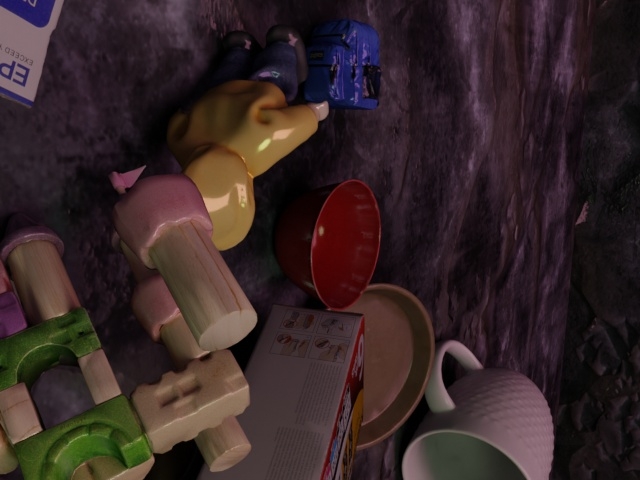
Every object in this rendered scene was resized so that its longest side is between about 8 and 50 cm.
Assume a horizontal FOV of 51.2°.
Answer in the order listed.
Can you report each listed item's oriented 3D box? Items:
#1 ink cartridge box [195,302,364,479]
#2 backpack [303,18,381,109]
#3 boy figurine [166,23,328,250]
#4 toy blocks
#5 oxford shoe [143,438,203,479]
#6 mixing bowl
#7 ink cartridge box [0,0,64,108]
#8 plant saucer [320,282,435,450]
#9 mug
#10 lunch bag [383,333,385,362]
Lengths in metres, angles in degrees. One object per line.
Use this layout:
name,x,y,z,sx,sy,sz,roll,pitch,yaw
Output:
ink cartridge box,-0.032,0.280,0.813,0.309,0.130,0.272,-69,161,-53
backpack,0.030,-0.246,0.926,0.101,0.098,0.120,-5,103,-53
boy figurine,-0.079,-0.115,0.701,0.092,0.177,0.285,68,24,-47
toy blocks,-0.226,0.084,0.543,0.288,0.260,0.309,-24,148,-21
oxford shoe,-0.178,0.252,0.739,0.227,0.096,0.083,-60,174,-50
mixing bowl,0.000,0.000,0.939,0.181,0.098,0.181,-21,115,-53
ink cartridge box,-0.295,-0.290,0.448,0.303,0.072,0.307,25,79,-57
plant saucer,0.066,0.198,1.061,0.278,0.041,0.278,-8,106,-30
mug,0.336,0.388,1.437,0.374,0.276,0.328,59,36,-4
lunch bag,0.089,0.183,1.146,0.053,0.071,0.083,-24,114,-56
